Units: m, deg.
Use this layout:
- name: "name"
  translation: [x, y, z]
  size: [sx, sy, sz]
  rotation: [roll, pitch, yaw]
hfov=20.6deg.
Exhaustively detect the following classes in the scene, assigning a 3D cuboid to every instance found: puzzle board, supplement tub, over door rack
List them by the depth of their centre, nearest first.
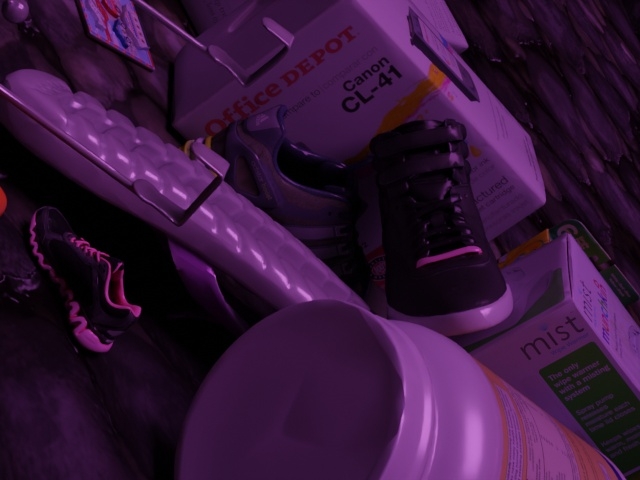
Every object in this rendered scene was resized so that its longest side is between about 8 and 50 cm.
- name: "over door rack"
  translation: [-0.203, -0.136, 1.277]
  size: [0.324, 0.108, 0.239]
  rotation: [26, 33, -5]
- name: "supplement tub"
  translation: [0.073, 0.205, 1.322]
  size: [0.331, 0.241, 0.241]
  rotation: [38, 29, -42]
- name: "puzzle board"
  translation: [-0.199, -0.225, 1.640]
  size: [0.096, 0.011, 0.128]
  rotation: [26, 38, -53]

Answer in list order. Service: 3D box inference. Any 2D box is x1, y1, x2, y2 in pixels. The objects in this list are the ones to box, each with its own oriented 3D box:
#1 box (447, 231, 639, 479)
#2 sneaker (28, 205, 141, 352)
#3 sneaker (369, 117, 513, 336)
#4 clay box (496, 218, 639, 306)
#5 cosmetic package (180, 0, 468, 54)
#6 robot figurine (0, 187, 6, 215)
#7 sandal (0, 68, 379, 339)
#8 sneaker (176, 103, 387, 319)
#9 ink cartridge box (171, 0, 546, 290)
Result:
- name: "box"
  translation: [0.172, 0.159, 1.561]
  size: [0.231, 0.262, 0.126]
  rotation: [51, 22, -22]
- name: "sneaker"
  translation: [-0.171, 0.021, 1.302]
  size: [0.119, 0.057, 0.047]
  rotation: [61, 24, 11]
- name: "sneaker"
  translation: [0.093, -0.020, 1.503]
  size: [0.295, 0.105, 0.146]
  rotation: [-102, -179, -72]
- name: "clay box"
  translation: [0.202, 0.083, 1.788]
  size: [0.127, 0.222, 0.053]
  rotation: [48, 24, -22]
- name: "cosmetic package"
  translation: [-0.008, -0.280, 1.936]
  size: [0.385, 0.156, 0.217]
  rotation: [4, 56, -62]
- name: "robot figurine"
  translation: [-0.292, -0.083, 1.090]
  size: [0.219, 0.158, 0.128]
  rotation: [54, 0, -8]
- name: "sandal"
  translation: [-0.100, 0.011, 1.426]
  size: [0.416, 0.102, 0.169]
  rotation: [37, 12, -15]
- name: "sneaker"
  translation: [0.000, 0.000, 1.606]
  size: [0.300, 0.121, 0.111]
  rotation: [45, 25, -28]
- name: "ink cartridge box"
  translation: [0.036, -0.103, 1.686]
  size: [0.306, 0.226, 0.131]
  rotation: [43, 24, -29]
